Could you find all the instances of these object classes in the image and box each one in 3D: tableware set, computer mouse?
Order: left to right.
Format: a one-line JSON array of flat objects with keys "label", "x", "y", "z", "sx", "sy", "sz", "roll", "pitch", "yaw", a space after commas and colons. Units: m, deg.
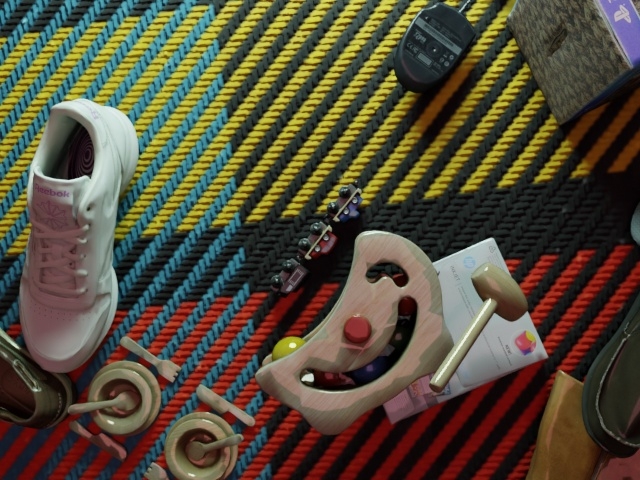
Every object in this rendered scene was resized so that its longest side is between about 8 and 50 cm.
[{"label": "tableware set", "x": -0.183, "y": 0.210, "z": 0.821, "sx": 0.194, "sy": 0.039, "sz": 0.128, "roll": 31, "pitch": 90, "yaw": 5}, {"label": "computer mouse", "x": 0.163, "y": -0.267, "z": 0.826, "sx": 0.071, "sy": 0.041, "sz": 0.242, "roll": 38, "pitch": 84, "yaw": -4}]

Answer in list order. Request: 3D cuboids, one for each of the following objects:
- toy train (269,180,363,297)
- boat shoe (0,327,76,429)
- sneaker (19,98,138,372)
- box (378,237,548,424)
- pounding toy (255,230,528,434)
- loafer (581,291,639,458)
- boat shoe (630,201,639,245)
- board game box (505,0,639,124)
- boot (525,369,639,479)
[{"label": "toy train", "x": 0.000, "y": 0.000, "z": 0.825, "sx": 0.036, "sy": 0.027, "sz": 0.158, "roll": 37, "pitch": 91, "yaw": 2}, {"label": "boat shoe", "x": -0.402, "y": 0.130, "z": 0.813, "sx": 0.257, "sy": 0.095, "sz": 0.095, "roll": 24, "pitch": 89, "yaw": 5}, {"label": "sneaker", "x": -0.283, "y": -0.007, "z": 0.785, "sx": 0.114, "sy": 0.152, "sz": 0.305, "roll": 7, "pitch": 89, "yaw": 2}, {"label": "box", "x": 0.134, "y": 0.099, "z": 0.805, "sx": 0.186, "sy": 0.038, "sz": 0.145, "roll": -25, "pitch": 86, "yaw": 4}, {"label": "pounding toy", "x": 0.055, "y": 0.077, "z": 0.714, "sx": 0.269, "sy": 0.155, "sz": 0.154, "roll": -34, "pitch": 90, "yaw": 3}, {"label": "loafer", "x": 0.339, "y": 0.117, "z": 0.745, "sx": 0.080, "sy": 0.078, "sz": 0.220, "roll": 27, "pitch": 73, "yaw": 7}, {"label": "boat shoe", "x": 0.441, "y": -0.102, "z": 0.734, "sx": 0.094, "sy": 0.109, "sz": 0.302, "roll": 23, "pitch": 120, "yaw": -12}, {"label": "board game box", "x": 0.362, "y": -0.260, "z": 0.709, "sx": 0.291, "sy": 0.232, "sz": 0.141, "roll": -26, "pitch": 86, "yaw": 3}, {"label": "boot", "x": 0.212, "y": 0.271, "z": 0.763, "sx": 0.264, "sy": 0.096, "sz": 0.280, "roll": 24, "pitch": 87, "yaw": 8}]
